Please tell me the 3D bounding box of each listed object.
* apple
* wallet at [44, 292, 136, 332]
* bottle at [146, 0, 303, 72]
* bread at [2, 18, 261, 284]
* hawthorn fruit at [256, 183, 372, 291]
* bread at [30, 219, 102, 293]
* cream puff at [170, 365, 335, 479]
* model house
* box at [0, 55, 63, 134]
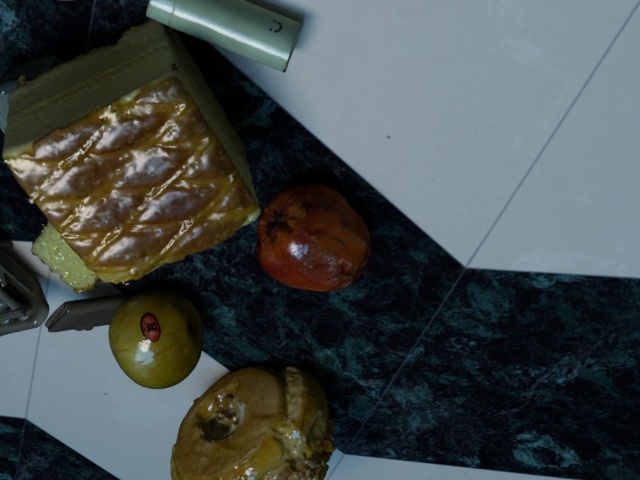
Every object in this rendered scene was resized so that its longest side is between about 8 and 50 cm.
[{"bbox_3d":[-0.290,0.173,1.994,0.155,0.182,0.182,-26,126,10],"label":"apple"},{"bbox_3d":[-0.420,0.131,2.038,0.153,0.039,0.118,-8,158,-43],"label":"wallet"},{"bbox_3d":[-0.128,-0.296,1.495,0.201,0.072,0.072,21,139,-5],"label":"bottle"},{"bbox_3d":[-0.263,-0.119,1.573,0.279,0.207,0.279,-24,128,3],"label":"bread"},{"bbox_3d":[-0.009,-0.007,1.720,0.179,0.173,0.173,-3,142,-16],"label":"hawthorn fruit"},{"bbox_3d":[-0.384,-0.018,1.836,0.143,0.139,0.229,36,150,-12],"label":"bread"},{"bbox_3d":[-0.114,0.399,2.100,0.343,0.327,0.231,-38,120,0],"label":"cream puff"},{"bbox_3d":[-0.617,0.077,2.041,0.229,0.122,0.188,-11,129,33],"label":"model house"},{"bbox_3d":[-0.416,-0.197,1.689,0.124,0.093,0.172,-7,134,25],"label":"box"}]
